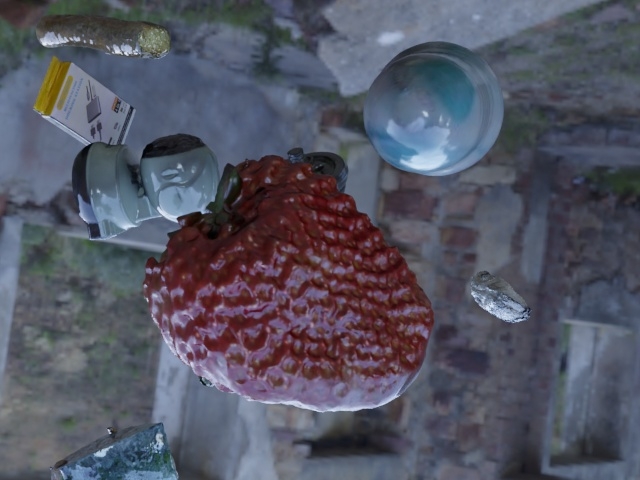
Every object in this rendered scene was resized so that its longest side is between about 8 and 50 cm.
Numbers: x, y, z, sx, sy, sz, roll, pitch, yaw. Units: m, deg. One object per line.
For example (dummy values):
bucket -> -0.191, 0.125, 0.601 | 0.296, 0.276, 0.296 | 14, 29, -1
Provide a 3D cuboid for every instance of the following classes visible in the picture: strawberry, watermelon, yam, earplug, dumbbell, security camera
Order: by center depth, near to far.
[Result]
earplug -> 0.125, -0.156, 1.270 | 0.185, 0.185, 0.324 | 6, -169, 12
strawberry -> -0.033, 0.080, 1.283 | 0.351, 0.312, 0.267 | 36, 145, 4
watermelon -> -0.350, 0.416, 1.704 | 0.228, 0.387, 0.258 | -9, -140, -19
yam -> -0.428, -0.393, 1.975 | 0.357, 0.081, 0.081 | 13, 180, 39
dumbbell -> 0.000, 0.000, 2.039 | 0.179, 0.406, 0.179 | -12, -150, 7
security camera -> -0.340, -0.118, 2.082 | 0.277, 0.191, 0.197 | -7, -172, 9

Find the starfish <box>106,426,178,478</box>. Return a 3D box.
starfish -> -0.297, 0.443, 1.832 | 0.236, 0.277, 0.062 | -3, -161, 37

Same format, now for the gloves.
gloves -> 0.370, 0.125, 2.104 | 0.114, 0.070, 0.153 | 40, 178, -24

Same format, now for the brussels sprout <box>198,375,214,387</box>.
brussels sprout -> -0.200, 0.218, 1.794 | 0.051, 0.046, 0.083 | -2, 135, 33

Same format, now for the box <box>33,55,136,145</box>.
box -> -0.488, -0.272, 2.157 | 0.033, 0.129, 0.247 | 9, 165, 32
